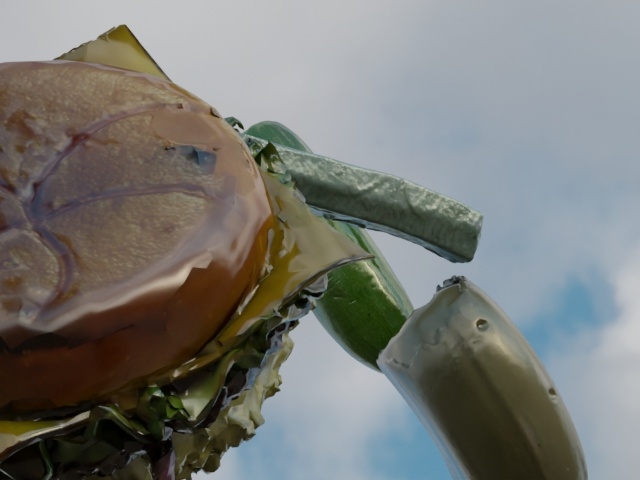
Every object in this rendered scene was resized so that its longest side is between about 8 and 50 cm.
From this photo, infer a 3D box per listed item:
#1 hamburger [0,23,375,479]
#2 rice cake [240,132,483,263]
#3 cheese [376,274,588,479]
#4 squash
[{"bbox_3d":[-0.119,0.026,0.625,0.262,0.243,0.138,-22,-44,-24],"label":"hamburger"},{"bbox_3d":[-0.003,-0.037,1.028,0.245,0.042,0.045,16,-96,-9],"label":"rice cake"},{"bbox_3d":[0.118,0.129,1.039,0.091,0.175,0.202,-29,-90,-7],"label":"cheese"},{"bbox_3d":[-0.001,0.000,1.311,0.082,0.292,0.082,-25,-28,-14],"label":"squash"}]
